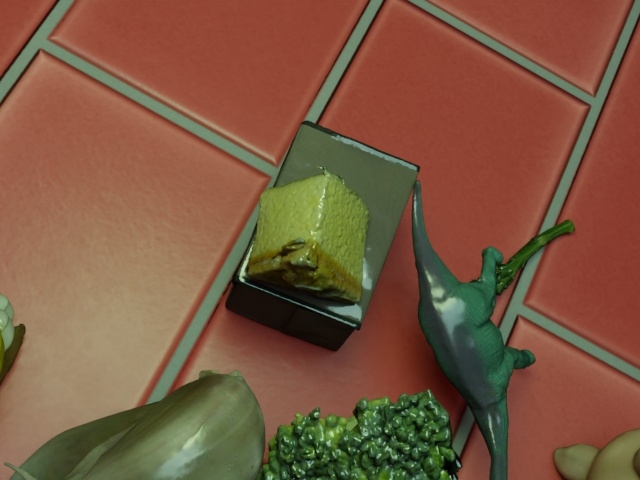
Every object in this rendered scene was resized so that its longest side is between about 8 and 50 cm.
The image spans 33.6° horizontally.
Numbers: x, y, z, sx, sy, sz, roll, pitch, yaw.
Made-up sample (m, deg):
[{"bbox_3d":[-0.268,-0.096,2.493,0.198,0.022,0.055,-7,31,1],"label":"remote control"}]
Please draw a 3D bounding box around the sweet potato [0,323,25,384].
[{"bbox_3d":[-0.454,0.224,1.294,0.072,0.066,0.314,16,58,14],"label":"sweet potato"}]

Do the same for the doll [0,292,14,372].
[{"bbox_3d":[-0.480,0.153,1.255,0.237,0.111,0.252,-9,41,10],"label":"doll"}]

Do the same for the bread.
[{"bbox_3d":[-0.006,0.003,1.339,0.152,0.127,0.147,30,60,-39],"label":"bread"}]

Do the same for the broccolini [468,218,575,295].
[{"bbox_3d":[0.301,0.033,1.592,0.239,0.051,0.054,-33,76,-30],"label":"broccolini"}]

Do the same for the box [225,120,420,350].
[{"bbox_3d":[0.000,0.000,1.455,0.188,0.153,0.252,22,66,-5],"label":"box"}]

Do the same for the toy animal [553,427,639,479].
[{"bbox_3d":[0.424,0.401,1.405,0.326,0.237,0.269,-32,92,-21],"label":"toy animal"}]

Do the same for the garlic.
[{"bbox_3d":[-0.224,0.268,1.245,0.340,0.231,0.245,-8,63,-18],"label":"garlic"}]

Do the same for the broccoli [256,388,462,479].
[{"bbox_3d":[0.036,0.282,1.319,0.288,0.245,0.248,-21,111,7],"label":"broccoli"}]

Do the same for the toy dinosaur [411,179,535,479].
[{"bbox_3d":[0.181,0.153,1.353,0.383,0.129,0.331,60,25,-19],"label":"toy dinosaur"}]
